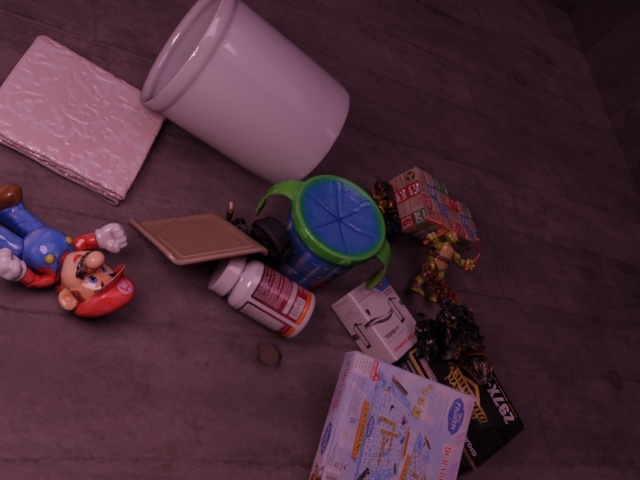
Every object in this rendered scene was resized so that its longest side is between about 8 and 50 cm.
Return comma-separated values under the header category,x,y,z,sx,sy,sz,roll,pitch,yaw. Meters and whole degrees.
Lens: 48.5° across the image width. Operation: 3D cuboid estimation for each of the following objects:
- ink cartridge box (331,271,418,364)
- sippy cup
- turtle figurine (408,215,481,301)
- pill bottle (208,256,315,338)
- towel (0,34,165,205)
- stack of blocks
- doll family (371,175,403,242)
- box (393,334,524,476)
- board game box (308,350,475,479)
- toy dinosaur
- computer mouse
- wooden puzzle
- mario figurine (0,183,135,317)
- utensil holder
category,x,y,z,sx,sy,sz,roll,pitch,yaw
ink cartridge box,0.146,0.201,1.784,0.148,0.086,0.203,-31,84,-46
sippy cup,0.000,0.000,1.688,0.240,0.224,0.306,-16,69,-38
turtle figurine,0.320,0.052,1.955,0.269,0.087,0.217,30,85,-41
pill bottle,-0.130,0.119,1.588,0.221,0.121,0.121,33,47,-17
towel,-0.530,-0.270,1.570,0.331,0.053,0.317,30,49,-20
stack of blocks,0.338,-0.080,2.069,0.297,0.087,0.171,21,51,-47
doll family,0.191,-0.088,2.016,0.111,0.076,0.193,-10,66,-58
box,0.362,0.400,1.836,0.257,0.079,0.322,-17,74,-46
board game box,0.159,0.444,1.549,0.317,0.066,0.319,24,72,-16
toy dinosaur,0.331,0.218,1.804,0.322,0.164,0.218,46,20,18
computer mouse,-0.137,-0.028,1.593,0.060,0.262,0.184,-37,83,-18
wooden puzzle,-0.264,-0.001,1.532,0.238,0.044,0.221,-4,25,-38
mario figurine,-0.484,0.014,1.330,0.320,0.170,0.198,35,80,-6
utensil holder,-0.168,-0.349,1.666,0.385,0.327,0.328,32,47,-28
